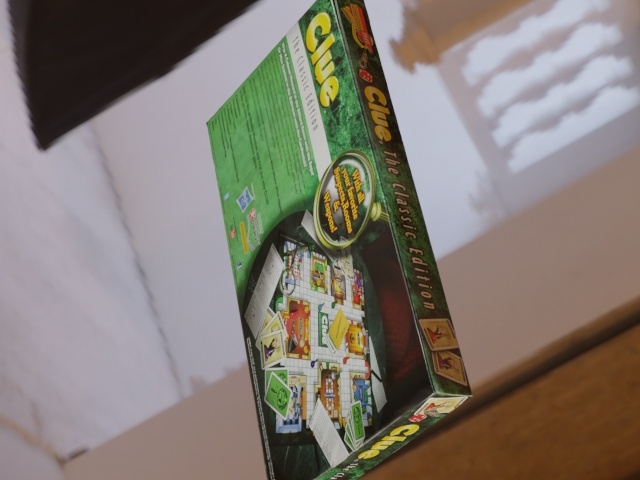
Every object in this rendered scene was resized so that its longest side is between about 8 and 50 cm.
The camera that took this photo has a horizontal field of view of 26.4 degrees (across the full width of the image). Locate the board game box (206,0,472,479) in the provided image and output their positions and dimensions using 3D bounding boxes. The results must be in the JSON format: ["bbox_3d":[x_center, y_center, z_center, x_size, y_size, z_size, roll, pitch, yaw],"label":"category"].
[{"bbox_3d":[0.000,0.000,0.735,0.030,0.136,0.260,13,-130,-33],"label":"board game box"}]
